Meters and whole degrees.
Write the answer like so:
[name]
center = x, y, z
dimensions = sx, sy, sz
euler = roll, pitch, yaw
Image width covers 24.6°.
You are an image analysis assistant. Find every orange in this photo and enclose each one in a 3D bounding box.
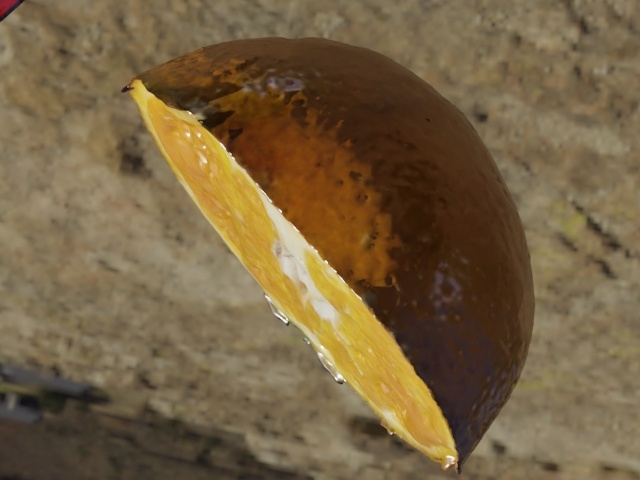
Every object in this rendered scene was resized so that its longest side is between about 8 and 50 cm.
[orange]
center = 0.000, -0.004, 0.988
dimensions = 0.310, 0.274, 0.274
euler = 14, 160, 15

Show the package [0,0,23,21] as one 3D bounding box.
[package]
center = -0.346, -0.323, 1.402
dimensions = 0.154, 0.239, 0.030
euler = -39, 171, 14
